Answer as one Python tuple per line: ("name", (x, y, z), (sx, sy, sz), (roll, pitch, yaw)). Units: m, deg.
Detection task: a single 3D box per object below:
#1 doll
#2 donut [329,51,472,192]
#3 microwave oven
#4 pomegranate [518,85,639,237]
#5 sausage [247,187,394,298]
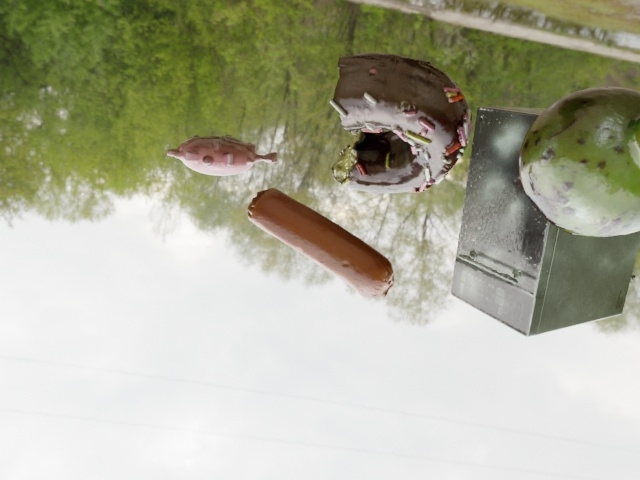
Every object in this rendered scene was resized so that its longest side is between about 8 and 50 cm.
("doll", (-0.236, -0.206, 1.364), (0.262, 0.093, 0.211), (3, -161, -1))
("donut", (0.151, -0.197, 1.072), (0.259, 0.136, 0.345), (9, 157, 5))
("microwave oven", (0.507, -0.057, 1.215), (0.374, 0.432, 0.236), (-5, -160, -27))
("pomegranate", (0.449, -0.125, 0.812), (0.242, 0.242, 0.306), (-1, 170, -36))
("sausage", (0.000, -0.001, 1.157), (0.348, 0.097, 0.094), (33, 166, 7))
